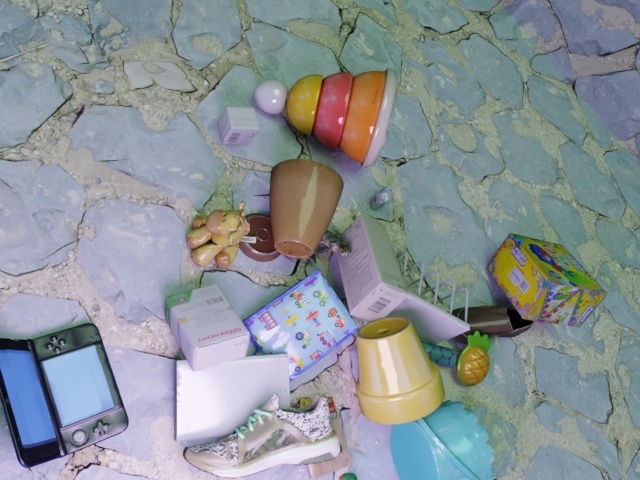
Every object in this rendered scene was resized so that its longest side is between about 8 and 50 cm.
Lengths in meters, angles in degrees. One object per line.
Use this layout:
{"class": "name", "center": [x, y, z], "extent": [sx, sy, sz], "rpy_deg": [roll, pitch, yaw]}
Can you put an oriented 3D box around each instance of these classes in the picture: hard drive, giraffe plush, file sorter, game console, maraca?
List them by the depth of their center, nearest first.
{"class": "game console", "center": [-0.597, 0.340, 1.305], "extent": [0.250, 0.173, 0.293], "rpy_deg": [-16, 76, -32]}
{"class": "hard drive", "center": [-0.232, 0.413, 1.508], "extent": [0.308, 0.040, 0.203], "rpy_deg": [2, 82, -25]}
{"class": "giraffe plush", "center": [-0.275, -0.027, 1.630], "extent": [0.210, 0.170, 0.181], "rpy_deg": [-11, 73, -21]}
{"class": "file sorter", "center": [0.322, 0.192, 1.840], "extent": [0.278, 0.193, 0.173], "rpy_deg": [29, 52, -18]}
{"class": "maraca", "center": [0.517, 0.399, 1.896], "extent": [0.127, 0.099, 0.185], "rpy_deg": [23, 81, -28]}

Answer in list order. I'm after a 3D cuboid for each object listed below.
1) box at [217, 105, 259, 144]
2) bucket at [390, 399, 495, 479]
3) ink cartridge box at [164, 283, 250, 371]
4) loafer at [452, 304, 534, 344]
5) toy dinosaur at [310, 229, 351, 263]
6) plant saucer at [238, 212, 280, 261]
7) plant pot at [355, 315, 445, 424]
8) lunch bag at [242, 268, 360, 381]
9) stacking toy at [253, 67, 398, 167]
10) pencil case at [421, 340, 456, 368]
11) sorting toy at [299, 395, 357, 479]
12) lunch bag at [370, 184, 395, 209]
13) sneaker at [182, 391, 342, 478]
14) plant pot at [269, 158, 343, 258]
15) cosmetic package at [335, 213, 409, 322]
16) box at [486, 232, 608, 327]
{"class": "box", "center": [-0.271, -0.376, 1.856], "extent": [0.102, 0.101, 0.087], "rpy_deg": [-6, 70, -32]}
{"class": "bucket", "center": [0.340, 0.608, 1.623], "extent": [0.183, 0.281, 0.281], "rpy_deg": [-7, 71, -26]}
{"class": "ink cartridge box", "center": [-0.305, 0.229, 1.504], "extent": [0.154, 0.093, 0.212], "rpy_deg": [-13, 40, -32]}
{"class": "loafer", "center": [0.607, 0.278, 1.994], "extent": [0.366, 0.130, 0.133], "rpy_deg": [-2, 68, -29]}
{"class": "toy dinosaur", "center": [0.000, 0.000, 1.824], "extent": [0.118, 0.064, 0.268], "rpy_deg": [-35, 48, -7]}
{"class": "plant saucer", "center": [-0.185, -0.015, 1.777], "extent": [0.169, 0.029, 0.168], "rpy_deg": [11, 63, -22]}
{"class": "plant pot", "center": [0.209, 0.360, 1.629], "extent": [0.254, 0.254, 0.239], "rpy_deg": [-24, 103, -34]}
{"class": "lunch bag", "center": [-0.072, 0.261, 1.659], "extent": [0.293, 0.138, 0.221], "rpy_deg": [-34, 88, -26]}
{"class": "stacking toy", "center": [0.006, -0.474, 1.971], "extent": [0.480, 0.350, 0.350], "rpy_deg": [14, 60, -3]}
{"class": "pencil case", "center": [0.375, 0.378, 1.866], "extent": [0.152, 0.070, 0.064], "rpy_deg": [19, 21, -18]}
{"class": "sorting toy", "center": [0.004, 0.575, 1.588], "extent": [0.132, 0.046, 0.274], "rpy_deg": [-7, 72, -30]}
{"class": "lunch bag", "center": [0.219, -0.151, 2.027], "extent": [0.053, 0.071, 0.083], "rpy_deg": [44, 56, -5]}
{"class": "sneaker", "center": [-0.147, 0.482, 1.448], "extent": [0.411, 0.158, 0.182], "rpy_deg": [-2, 87, -22]}
{"class": "plant pot", "center": [-0.064, -0.082, 1.749], "extent": [0.237, 0.237, 0.254], "rpy_deg": [20, 61, -18]}
{"class": "cosmetic package", "center": [0.149, 0.085, 1.755], "extent": [0.113, 0.160, 0.309], "rpy_deg": [24, 35, -29]}
{"class": "box", "center": [0.824, 0.146, 2.077], "extent": [0.279, 0.177, 0.290], "rpy_deg": [11, 33, -24]}
